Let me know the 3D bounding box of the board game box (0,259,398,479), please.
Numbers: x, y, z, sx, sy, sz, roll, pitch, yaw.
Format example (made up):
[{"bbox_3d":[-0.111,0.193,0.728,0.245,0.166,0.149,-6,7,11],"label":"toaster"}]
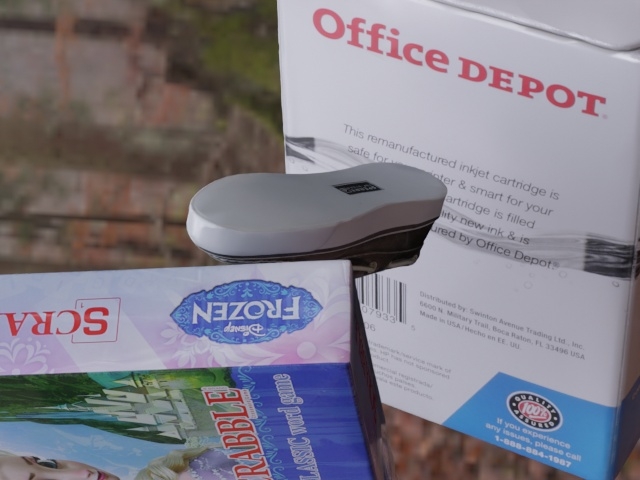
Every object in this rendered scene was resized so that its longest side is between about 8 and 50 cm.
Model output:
[{"bbox_3d":[-0.121,0.123,1.031,0.319,0.318,0.066,76,-166,-57],"label":"board game box"}]

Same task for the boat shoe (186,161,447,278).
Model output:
[{"bbox_3d":[0.000,0.000,1.099,0.219,0.078,0.070,-8,-59,-48],"label":"boat shoe"}]

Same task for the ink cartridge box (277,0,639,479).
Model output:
[{"bbox_3d":[0.132,-0.047,1.327,0.166,0.285,0.395,-48,-33,-42],"label":"ink cartridge box"}]
